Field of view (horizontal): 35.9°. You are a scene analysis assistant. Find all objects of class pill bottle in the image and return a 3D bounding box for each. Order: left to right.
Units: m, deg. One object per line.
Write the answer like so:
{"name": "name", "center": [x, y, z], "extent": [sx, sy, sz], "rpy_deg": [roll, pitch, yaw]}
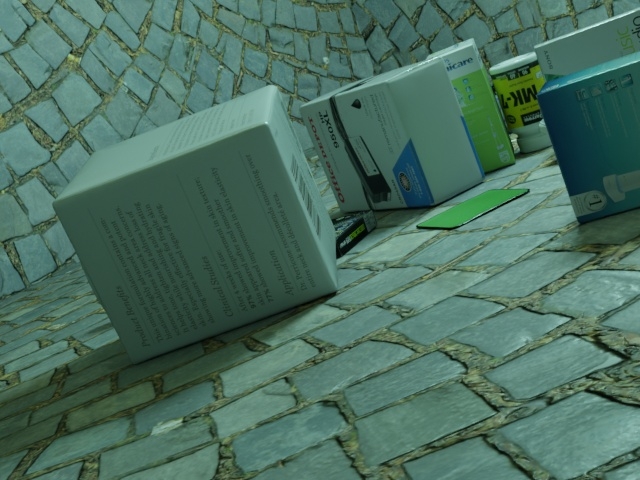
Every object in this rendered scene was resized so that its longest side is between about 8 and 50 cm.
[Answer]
{"name": "pill bottle", "center": [0.473, -0.314, 2.256], "extent": [0.119, 0.208, 0.119], "rpy_deg": [-21, 10, 4]}

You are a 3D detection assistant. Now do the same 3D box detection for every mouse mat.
{"name": "mouse mat", "center": [0.291, -0.061, 1.899], "extent": [0.190, 0.007, 0.152], "rpy_deg": [-26, 12, -20]}

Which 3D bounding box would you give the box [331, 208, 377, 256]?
{"name": "box", "center": [0.000, 0.000, 2.053], "extent": [0.184, 0.045, 0.191], "rpy_deg": [-11, 15, 31]}

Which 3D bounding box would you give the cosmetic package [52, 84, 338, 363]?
{"name": "cosmetic package", "center": [-0.208, -0.040, 1.789], "extent": [0.394, 0.329, 0.327], "rpy_deg": [-19, 20, 7]}

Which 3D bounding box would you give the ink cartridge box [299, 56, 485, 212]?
{"name": "ink cartridge box", "center": [0.151, -0.225, 2.228], "extent": [0.166, 0.285, 0.395], "rpy_deg": [-27, 12, -26]}

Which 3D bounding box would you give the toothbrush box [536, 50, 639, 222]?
{"name": "toothbrush box", "center": [0.505, -0.178, 1.495], "extent": [0.295, 0.216, 0.126], "rpy_deg": [-17, 12, 24]}

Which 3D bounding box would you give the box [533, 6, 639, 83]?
{"name": "box", "center": [0.638, -0.355, 2.076], "extent": [0.322, 0.232, 0.058], "rpy_deg": [-19, 10, 16]}

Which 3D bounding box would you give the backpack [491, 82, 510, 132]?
{"name": "backpack", "center": [0.530, -0.385, 2.640], "extent": [0.188, 0.144, 0.166], "rpy_deg": [-43, 3, 15]}

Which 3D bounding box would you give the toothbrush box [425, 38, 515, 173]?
{"name": "toothbrush box", "center": [0.344, -0.305, 2.262], "extent": [0.122, 0.283, 0.206], "rpy_deg": [-18, 12, 14]}

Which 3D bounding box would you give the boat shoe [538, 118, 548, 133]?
{"name": "boat shoe", "center": [0.554, -0.259, 1.995], "extent": [0.227, 0.081, 0.079], "rpy_deg": [-2, 17, 24]}
